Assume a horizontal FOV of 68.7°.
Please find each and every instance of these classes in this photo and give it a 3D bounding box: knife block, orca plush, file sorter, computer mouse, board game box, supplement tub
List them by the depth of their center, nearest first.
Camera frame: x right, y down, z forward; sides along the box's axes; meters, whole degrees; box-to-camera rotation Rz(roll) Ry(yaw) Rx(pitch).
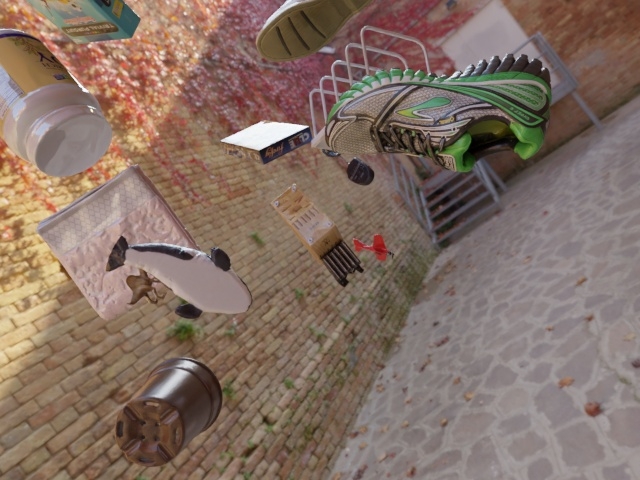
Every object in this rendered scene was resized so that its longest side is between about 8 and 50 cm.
[{"bbox_3d":[-0.282,0.074,0.956,0.102,0.288,0.151,-161,82,-68],"label":"orca plush"},{"bbox_3d":[0.114,-0.350,1.129,0.193,0.172,0.278,1,-16,-27],"label":"file sorter"},{"bbox_3d":[-0.725,-0.347,1.201,0.241,0.331,0.241,-43,-12,-11],"label":"supplement tub"},{"bbox_3d":[-0.716,-0.696,1.290,0.336,0.254,0.079,42,-120,-58],"label":"board game box"},{"bbox_3d":[0.000,0.000,1.308,0.088,0.275,0.242,-40,-31,-6],"label":"knife block"},{"bbox_3d":[-0.156,-0.280,1.310,0.165,0.042,0.243,-32,32,-24],"label":"board game box"},{"bbox_3d":[0.090,-0.250,1.507,0.041,0.242,0.071,4,-57,-48],"label":"computer mouse"}]

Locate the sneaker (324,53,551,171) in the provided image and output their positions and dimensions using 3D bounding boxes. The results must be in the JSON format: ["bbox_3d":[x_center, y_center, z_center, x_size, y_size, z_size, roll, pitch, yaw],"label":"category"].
[{"bbox_3d":[0.164,-0.177,0.712,0.344,0.146,0.134,-4,-28,24],"label":"sneaker"}]

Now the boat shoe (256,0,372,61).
[{"bbox_3d":[-0.003,-0.485,0.969,0.303,0.103,0.113,-29,-42,13],"label":"boat shoe"}]

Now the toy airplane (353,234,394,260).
[{"bbox_3d":[0.164,0.023,1.491,0.028,0.151,0.151,-59,10,-26],"label":"toy airplane"}]

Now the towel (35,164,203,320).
[{"bbox_3d":[-0.521,0.012,1.228,0.332,0.316,0.053,-31,15,7],"label":"towel"}]

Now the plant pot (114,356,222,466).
[{"bbox_3d":[-0.289,0.324,0.879,0.167,0.167,0.165,-37,-1,5],"label":"plant pot"}]

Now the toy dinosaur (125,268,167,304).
[{"bbox_3d":[-0.417,0.118,1.104,0.053,0.093,0.183,-46,29,20],"label":"toy dinosaur"}]
